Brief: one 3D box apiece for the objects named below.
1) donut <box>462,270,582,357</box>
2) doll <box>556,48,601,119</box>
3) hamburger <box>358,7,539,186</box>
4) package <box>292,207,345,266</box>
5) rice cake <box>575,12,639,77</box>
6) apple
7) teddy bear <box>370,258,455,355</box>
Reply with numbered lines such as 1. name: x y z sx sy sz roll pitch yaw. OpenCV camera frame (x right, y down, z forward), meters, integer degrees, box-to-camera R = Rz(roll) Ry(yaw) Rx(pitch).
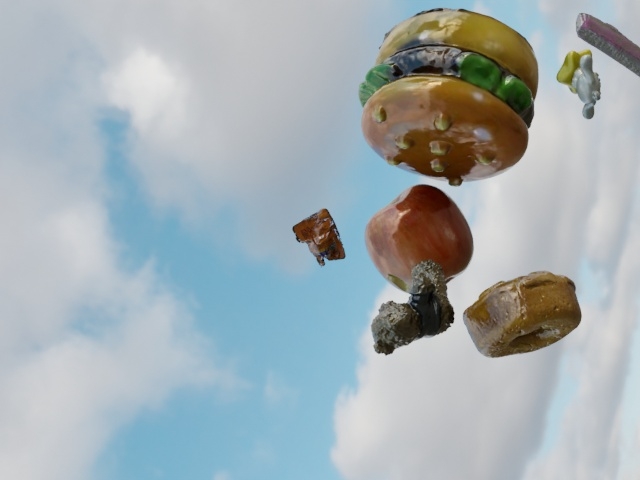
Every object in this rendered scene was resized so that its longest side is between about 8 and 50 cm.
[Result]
1. donut: 0.393 0.145 1.545 0.226 0.227 0.113 44 -152 -59
2. doll: 0.481 -0.296 1.460 0.135 0.072 0.113 60 -168 -68
3. hamburger: 0.294 -0.290 1.759 0.395 0.396 0.277 52 -132 -56
4. package: 0.001 0.000 1.512 0.033 0.077 0.110 -81 -32 -59
5. rice cake: 0.514 -0.320 1.350 0.036 0.207 0.047 -49 18 42
6. apple: 0.232 0.006 1.840 0.241 0.242 0.242 52 -141 -2
7. teddy bear: 0.190 0.134 1.527 0.251 0.129 0.181 -36 -41 -49
